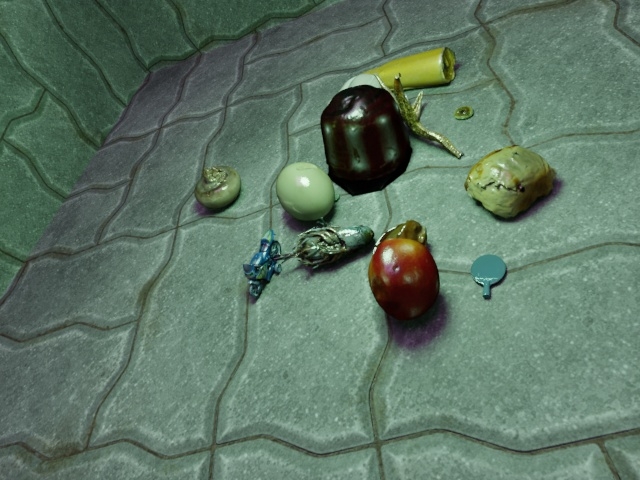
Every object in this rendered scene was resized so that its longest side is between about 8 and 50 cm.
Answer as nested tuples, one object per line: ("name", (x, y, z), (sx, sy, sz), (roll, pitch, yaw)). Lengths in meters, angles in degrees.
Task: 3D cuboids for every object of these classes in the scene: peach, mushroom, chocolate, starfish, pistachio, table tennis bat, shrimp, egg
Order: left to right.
("mushroom", (-0.475, -0.251, 2.112), (0.226, 0.178, 0.226), (-10, 55, 15))
("egg", (-0.061, -0.192, 1.800), (0.219, 0.219, 0.269), (-42, 45, -12))
("shrimp", (0.002, -0.001, 1.619), (0.372, 0.172, 0.137), (-14, 11, -3))
("chocolate", (0.157, -0.429, 1.824), (0.384, 0.331, 0.383), (-14, 48, 16))
("pistachio", (0.257, 0.021, 1.496), (0.210, 0.130, 0.165), (-45, 50, 2))
("peach", (0.239, 0.113, 1.335), (0.199, 0.243, 0.243), (-18, 44, 25))
("chocolate", (0.397, -0.784, 2.163), (0.445, 0.162, 0.162), (3, 52, 36))
("starfish", (0.381, -0.520, 1.840), (0.132, 0.384, 0.398), (-34, 25, 20))
("table tennis bat", (0.496, 0.103, 1.367), (0.100, 0.019, 0.155), (-3, 48, 26))

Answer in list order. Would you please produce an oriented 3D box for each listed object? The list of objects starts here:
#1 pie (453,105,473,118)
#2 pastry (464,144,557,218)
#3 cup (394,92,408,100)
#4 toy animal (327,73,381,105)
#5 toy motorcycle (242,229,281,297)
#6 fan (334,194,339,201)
("pie", (0.588, -0.525, 1.896), (0.084, 0.021, 0.084), (-16, 44, 16))
("pastry", (0.606, -0.221, 1.499), (0.256, 0.170, 0.237), (-32, 45, -9))
("cup", (0.345, -0.598, 2.072), (0.116, 0.074, 0.104), (-30, 71, 6))
("toy animal", (0.185, -0.645, 2.099), (0.272, 0.206, 0.265), (13, 62, 39))
("toy motorcycle", (-0.215, 0.080, 1.690), (0.092, 0.135, 0.254), (2, 52, 30))
("fan", (-0.002, -0.187, 1.911), (0.193, 0.016, 0.038), (14, 56, 36))
